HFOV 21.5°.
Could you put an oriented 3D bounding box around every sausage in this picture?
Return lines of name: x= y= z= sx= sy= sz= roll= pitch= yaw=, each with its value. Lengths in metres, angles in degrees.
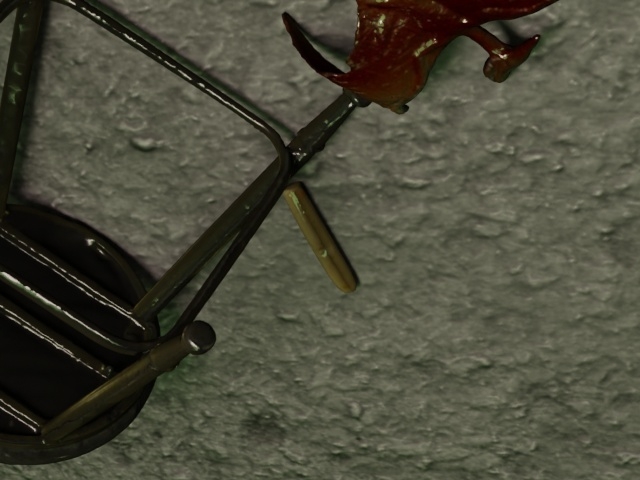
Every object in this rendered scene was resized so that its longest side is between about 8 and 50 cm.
sausage: x=0.000 y=0.000 z=1.681 sx=0.024 sy=0.024 sz=0.132 roll=-13 pitch=118 yaw=34

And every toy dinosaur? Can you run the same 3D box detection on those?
toy dinosaur: x=0.105 y=-0.222 z=1.413 sx=0.206 sy=0.113 sz=0.327 roll=9 pitch=147 yaw=-14

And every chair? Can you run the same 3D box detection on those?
chair: x=-0.241 y=-0.011 z=1.588 sx=0.364 sy=0.362 sz=0.410 roll=32 pitch=139 yaw=-1
